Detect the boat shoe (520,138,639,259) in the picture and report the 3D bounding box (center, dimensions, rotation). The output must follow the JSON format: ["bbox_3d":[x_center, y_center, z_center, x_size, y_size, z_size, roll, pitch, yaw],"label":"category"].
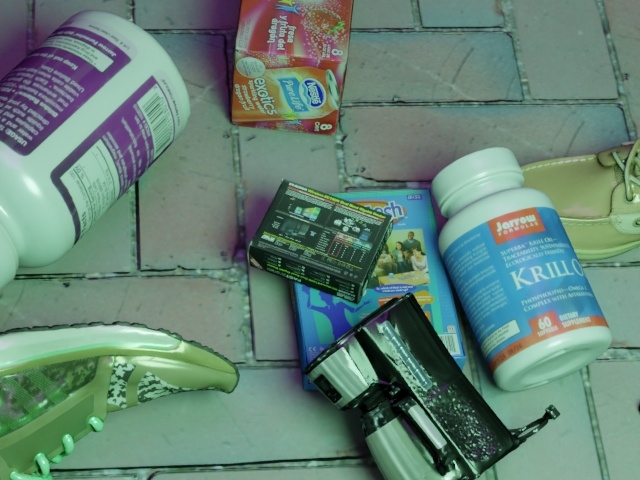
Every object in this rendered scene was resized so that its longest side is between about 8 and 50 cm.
[{"bbox_3d":[0.342,-0.062,1.748,0.341,0.110,0.122,-5,55,-10],"label":"boat shoe"}]

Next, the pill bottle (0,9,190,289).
[{"bbox_3d":[-0.280,-0.081,1.659,0.169,0.169,0.301,31,57,16],"label":"pill bottle"}]

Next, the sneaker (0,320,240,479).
[{"bbox_3d":[-0.276,0.172,1.529,0.410,0.158,0.182,-4,86,-11],"label":"sneaker"}]

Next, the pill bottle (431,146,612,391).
[{"bbox_3d":[0.189,0.025,1.638,0.124,0.124,0.222,-16,69,-17],"label":"pill bottle"}]

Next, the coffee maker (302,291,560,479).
[{"bbox_3d":[0.097,0.143,1.552,0.171,0.120,0.178,-29,82,-41],"label":"coffee maker"}]

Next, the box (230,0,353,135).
[{"bbox_3d":[-0.026,-0.255,1.836,0.122,0.128,0.257,7,54,-1],"label":"box"}]

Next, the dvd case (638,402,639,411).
[{"bbox_3d":[0.443,0.233,1.601,0.180,0.022,0.253,-16,58,-17],"label":"dvd case"}]

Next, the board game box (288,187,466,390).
[{"bbox_3d":[0.049,0.046,1.677,0.160,0.047,0.210,-3,55,-7],"label":"board game box"}]

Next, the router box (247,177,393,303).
[{"bbox_3d":[0.000,0.000,1.652,0.122,0.038,0.092,20,56,9],"label":"router box"}]
